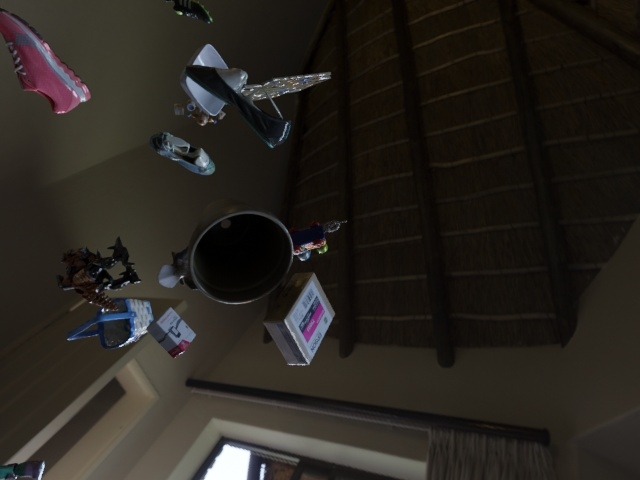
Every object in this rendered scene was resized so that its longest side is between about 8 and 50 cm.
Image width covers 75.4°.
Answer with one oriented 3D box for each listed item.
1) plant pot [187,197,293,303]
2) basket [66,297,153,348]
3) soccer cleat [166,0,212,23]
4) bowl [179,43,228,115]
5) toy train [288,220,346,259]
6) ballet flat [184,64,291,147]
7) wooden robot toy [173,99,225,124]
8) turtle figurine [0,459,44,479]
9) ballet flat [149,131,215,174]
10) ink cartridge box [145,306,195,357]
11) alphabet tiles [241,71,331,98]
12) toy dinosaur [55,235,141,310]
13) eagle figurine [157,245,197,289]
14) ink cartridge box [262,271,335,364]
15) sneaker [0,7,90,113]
[{"bbox_3d":[-0.287,-0.003,1.360,0.280,0.322,0.324,-132,-147,-52],"label":"plant pot"},{"bbox_3d":[-0.883,0.355,1.769,0.254,0.288,0.201,-26,-108,30],"label":"basket"},{"bbox_3d":[-0.419,-0.738,1.318,0.179,0.060,0.072,42,-92,7],"label":"soccer cleat"},{"bbox_3d":[-0.302,-0.415,1.081,0.053,0.142,0.142,11,-21,28],"label":"bowl"},{"bbox_3d":[0.000,0.000,1.639,0.247,0.105,0.143,-16,-33,7],"label":"toy train"},{"bbox_3d":[-0.186,-0.346,1.000,0.280,0.095,0.096,38,-76,-21],"label":"ballet flat"},{"bbox_3d":[-0.416,-0.436,1.429,0.173,0.079,0.076,9,-47,-21],"label":"wooden robot toy"},{"bbox_3d":[-0.697,0.486,0.819,0.234,0.175,0.118,15,-38,-17],"label":"turtle figurine"},{"bbox_3d":[-0.344,-0.225,1.073,0.070,0.188,0.070,-16,-114,41],"label":"ballet flat"},{"bbox_3d":[-0.555,0.341,1.542,0.063,0.109,0.151,-33,-76,20],"label":"ink cartridge box"},{"bbox_3d":[-0.143,-0.471,1.285,0.285,0.342,0.011,0,-71,48],"label":"alphabet tiles"},{"bbox_3d":[-0.710,0.120,1.325,0.322,0.218,0.164,52,-31,18],"label":"toy dinosaur"},{"bbox_3d":[-0.526,0.100,1.781,0.298,0.226,0.226,-5,-20,33],"label":"eagle figurine"},{"bbox_3d":[-0.061,0.247,1.333,0.088,0.235,0.193,-9,-59,32],"label":"ink cartridge box"},{"bbox_3d":[-0.814,-0.496,1.169,0.115,0.136,0.314,22,-23,43],"label":"sneaker"}]
